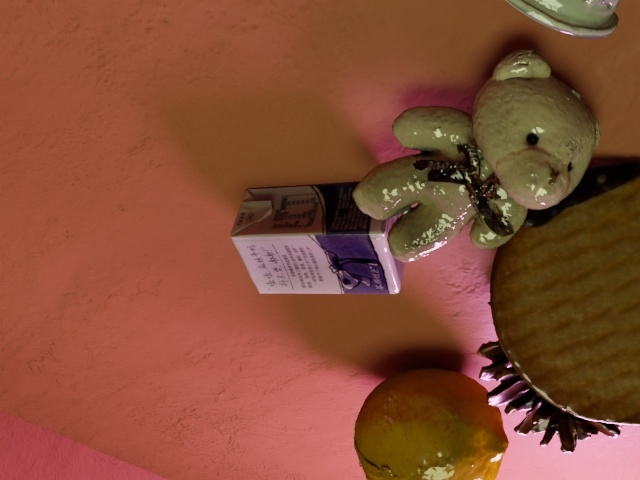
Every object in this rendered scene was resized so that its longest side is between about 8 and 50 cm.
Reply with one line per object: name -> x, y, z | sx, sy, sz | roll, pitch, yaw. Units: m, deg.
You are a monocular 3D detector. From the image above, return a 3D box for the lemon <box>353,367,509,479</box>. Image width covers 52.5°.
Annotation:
lemon -> 0.192, 0.356, 1.186 | 0.310, 0.253, 0.253 | -14, 134, 38

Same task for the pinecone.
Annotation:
pinecone -> 0.337, 0.168, 0.917 | 0.264, 0.264, 0.264 | 8, 141, 6

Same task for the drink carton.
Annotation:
drink carton -> 0.000, 0.001, 0.923 | 0.222, 0.102, 0.134 | -2, 141, 17

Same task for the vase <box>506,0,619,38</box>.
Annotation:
vase -> 0.247, -0.307, 0.459 | 0.143, 0.143, 0.299 | 20, 138, -9

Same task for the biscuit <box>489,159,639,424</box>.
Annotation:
biscuit -> 0.363, 0.064, 0.780 | 0.318, 0.318, 0.040 | 9, -178, 5

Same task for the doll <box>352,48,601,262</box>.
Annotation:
doll -> 0.170, -0.068, 0.730 | 0.278, 0.149, 0.175 | -34, 131, 30
